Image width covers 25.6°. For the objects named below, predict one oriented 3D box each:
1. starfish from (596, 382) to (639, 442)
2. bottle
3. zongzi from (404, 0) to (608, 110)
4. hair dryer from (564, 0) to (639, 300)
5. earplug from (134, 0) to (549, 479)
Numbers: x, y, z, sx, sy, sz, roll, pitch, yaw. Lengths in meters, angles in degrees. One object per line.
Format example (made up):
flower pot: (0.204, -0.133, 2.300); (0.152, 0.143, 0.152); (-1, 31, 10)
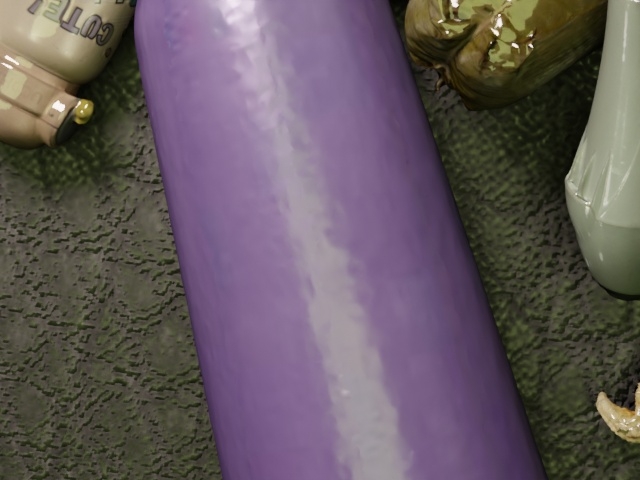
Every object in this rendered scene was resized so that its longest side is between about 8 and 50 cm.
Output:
starfish: (0.325, 0.017, 0.991); (0.302, 0.060, 0.299); (16, 89, 7)
bottle: (-0.172, -0.161, 0.972); (0.110, 0.097, 0.209); (30, 94, 11)
zongzi: (0.232, -0.165, 0.928); (0.300, 0.145, 0.274); (31, 76, -7)
hair dryer: (0.266, -0.095, 0.883); (0.267, 0.092, 0.229); (-28, 129, 3)
earplug: (0.000, 0.000, 0.930); (0.215, 0.215, 0.456); (-15, 90, 2)
